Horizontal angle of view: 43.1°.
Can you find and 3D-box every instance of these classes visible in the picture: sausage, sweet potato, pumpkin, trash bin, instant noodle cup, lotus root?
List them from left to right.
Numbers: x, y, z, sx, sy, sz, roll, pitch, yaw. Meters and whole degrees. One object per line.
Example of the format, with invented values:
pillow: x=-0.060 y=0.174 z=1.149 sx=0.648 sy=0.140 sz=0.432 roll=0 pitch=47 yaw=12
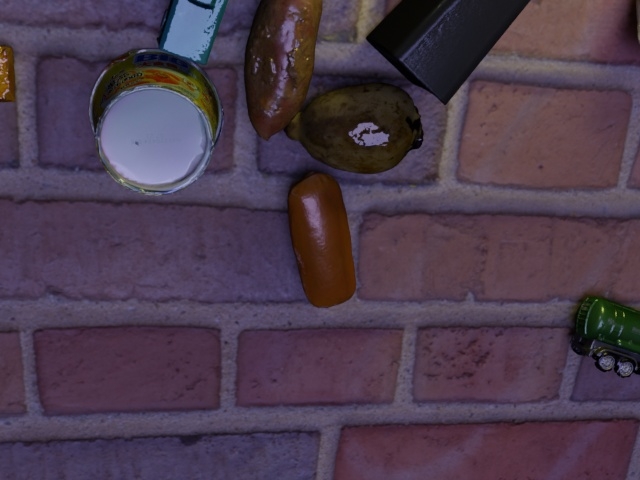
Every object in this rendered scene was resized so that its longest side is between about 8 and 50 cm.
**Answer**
pumpkin: x=-0.470 y=-0.232 z=1.141 sx=0.074 sy=0.054 sz=0.083 roll=-2 pitch=93 yaw=-13
instant noodle cup: x=-0.239 y=-0.160 z=1.162 sx=0.205 sy=0.153 sz=0.205 roll=-3 pitch=115 yaw=-7
sweet potato: x=-0.036 y=-0.331 z=1.153 sx=0.109 sy=0.109 sz=0.385 roll=14 pitch=105 yaw=-16
sausage: x=0.000 y=0.000 z=1.313 sx=0.098 sy=0.098 sz=0.238 roll=-12 pitch=118 yaw=-5
lotus root: x=0.049 y=-0.168 z=1.231 sx=0.214 sy=0.138 sz=0.138 roll=-3 pitch=115 yaw=3
trash bin: x=0.194 y=-0.329 z=1.159 sx=0.115 sy=0.165 sz=0.225 roll=37 pitch=101 yaw=-22

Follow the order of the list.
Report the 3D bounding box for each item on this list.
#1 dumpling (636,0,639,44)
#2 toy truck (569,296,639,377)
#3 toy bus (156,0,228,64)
dumpling: x=0.568 y=-0.389 z=1.216 sx=0.162 sy=0.132 sz=0.250 roll=11 pitch=112 yaw=-11
toy truck: x=0.577 y=0.190 z=1.502 sx=0.243 sy=0.101 sz=0.125 roll=20 pitch=97 yaw=-16
toy bus: x=-0.169 y=-0.334 z=1.127 sx=0.079 sy=0.092 sz=0.160 roll=17 pitch=110 yaw=-18
